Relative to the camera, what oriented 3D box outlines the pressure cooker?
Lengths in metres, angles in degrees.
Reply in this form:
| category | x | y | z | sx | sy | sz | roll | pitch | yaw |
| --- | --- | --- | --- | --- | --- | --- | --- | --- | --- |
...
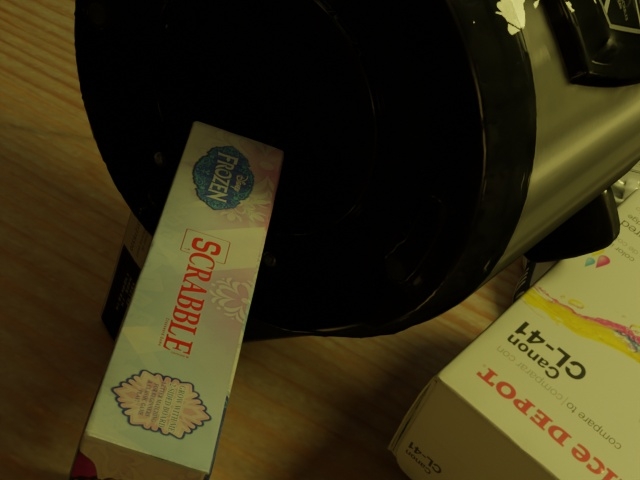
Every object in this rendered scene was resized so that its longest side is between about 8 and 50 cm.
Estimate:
| category | x | y | z | sx | sy | sz | roll | pitch | yaw |
| --- | --- | --- | --- | --- | --- | --- | --- | --- | --- |
| pressure cooker | 0.077 | -0.167 | 1.063 | 0.375 | 0.369 | 0.420 | 32 | 38 | 23 |

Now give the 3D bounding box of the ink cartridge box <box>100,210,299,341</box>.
| category | x | y | z | sx | sy | sz | roll | pitch | yaw |
| --- | --- | --- | --- | --- | --- | --- | --- | --- | --- |
| ink cartridge box | 0.000 | 0.000 | 1.270 | 0.371 | 0.175 | 0.069 | -6 | 40 | -36 |

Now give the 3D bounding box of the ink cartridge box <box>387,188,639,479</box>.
| category | x | y | z | sx | sy | sz | roll | pitch | yaw |
| --- | --- | --- | --- | --- | --- | --- | --- | --- | --- |
| ink cartridge box | 0.242 | 0.129 | 1.160 | 0.226 | 0.131 | 0.306 | 40 | 50 | 16 |

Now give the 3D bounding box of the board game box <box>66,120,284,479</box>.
| category | x | y | z | sx | sy | sz | roll | pitch | yaw |
| --- | --- | --- | --- | --- | --- | --- | --- | --- | --- |
| board game box | -0.113 | 0.139 | 0.855 | 0.066 | 0.318 | 0.318 | 18 | 32 | -6 |

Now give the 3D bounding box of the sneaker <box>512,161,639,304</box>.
| category | x | y | z | sx | sy | sz | roll | pitch | yaw |
| --- | --- | --- | --- | --- | --- | --- | --- | --- | --- |
| sneaker | 0.289 | -0.021 | 1.435 | 0.137 | 0.210 | 0.366 | 18 | 31 | -3 |
